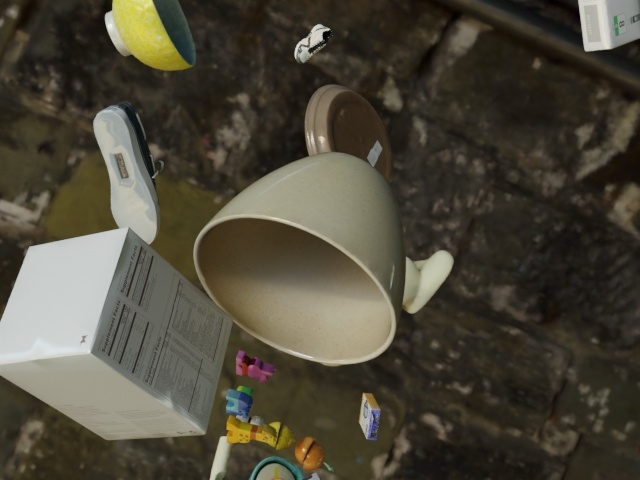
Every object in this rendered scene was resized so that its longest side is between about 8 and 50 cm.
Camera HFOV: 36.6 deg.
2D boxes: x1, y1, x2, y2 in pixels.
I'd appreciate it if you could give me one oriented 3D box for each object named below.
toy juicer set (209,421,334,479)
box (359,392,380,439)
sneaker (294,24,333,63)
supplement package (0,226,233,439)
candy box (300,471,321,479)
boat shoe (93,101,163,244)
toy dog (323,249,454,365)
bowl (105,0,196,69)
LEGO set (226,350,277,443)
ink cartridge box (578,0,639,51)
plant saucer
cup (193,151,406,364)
[{"bbox_3d":[-0.096,0.465,1.937,0.328,0.209,0.089,11,-24,-39],"label":"toy juicer set"},{"bbox_3d":[0.126,0.447,2.446,0.028,0.081,0.136,6,10,-10],"label":"box"},{"bbox_3d":[-0.015,-0.430,2.118,0.043,0.109,0.040,22,-19,43],"label":"sneaker"},{"bbox_3d":[-0.294,0.144,1.397,0.199,0.198,0.263,-10,-37,29],"label":"supplement package"},{"bbox_3d":[-0.017,0.529,1.657,0.070,0.165,0.196,-14,62,-52],"label":"candy box"},{"bbox_3d":[-0.400,-0.145,2.076,0.113,0.307,0.105,-9,18,24],"label":"boat shoe"},{"bbox_3d":[0.013,0.033,2.146,0.408,0.395,0.284,41,-9,-19],"label":"toy dog"},{"bbox_3d":[-0.442,-0.542,2.414,0.156,0.290,0.289,-21,-5,10],"label":"bowl"},{"bbox_3d":[-0.119,0.319,1.782,0.093,0.227,0.087,12,42,8],"label":"LEGO set"},{"bbox_3d":[0.475,-0.402,1.473,0.224,0.181,0.056,-24,20,-33],"label":"ink cartridge box"},{"bbox_3d":[0.068,-0.189,1.970,0.041,0.278,0.277,-16,-22,35],"label":"plant saucer"},{"bbox_3d":[0.000,0.000,1.517,0.330,0.237,0.331,17,-39,14],"label":"cup"}]
